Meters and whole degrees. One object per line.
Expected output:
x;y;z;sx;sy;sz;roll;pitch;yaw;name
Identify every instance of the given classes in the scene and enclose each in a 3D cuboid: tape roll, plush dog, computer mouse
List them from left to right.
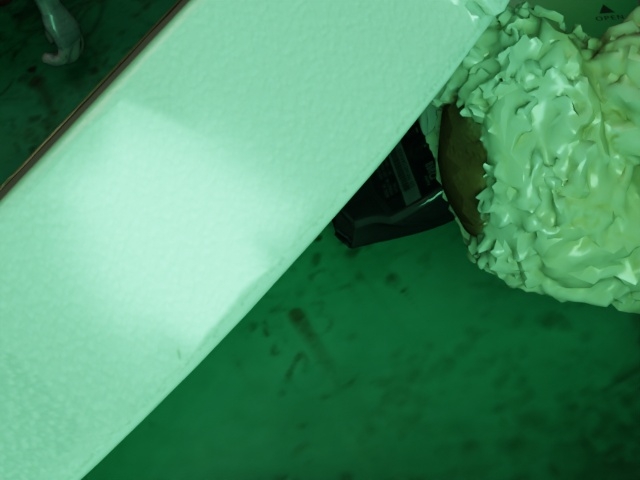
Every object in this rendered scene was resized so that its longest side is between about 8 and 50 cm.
-0.072;-0.022;0.560;0.392;0.072;0.392;-45;10;10;tape roll
0.000;0.000;0.731;0.242;0.041;0.071;-27;39;13;computer mouse
0.187;-0.051;0.458;0.210;0.225;0.262;-11;42;-30;plush dog

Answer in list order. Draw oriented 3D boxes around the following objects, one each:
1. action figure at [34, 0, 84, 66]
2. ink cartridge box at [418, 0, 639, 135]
-0.315;-0.199;0.979;0.248;0.275;0.370;9;65;46;action figure
0.121;-0.143;0.743;0.180;0.056;0.225;-6;43;-4;ink cartridge box
